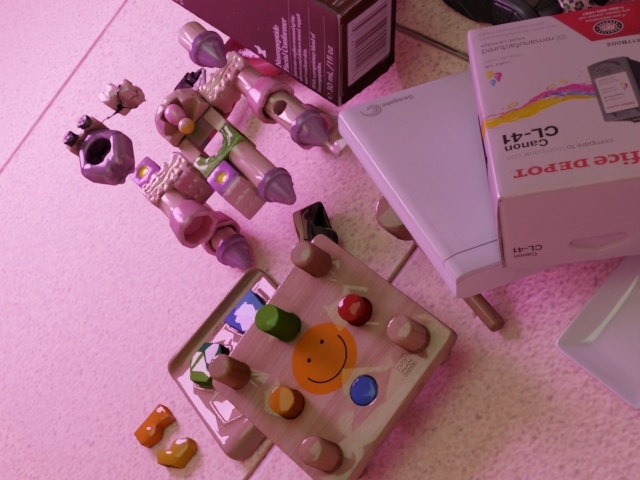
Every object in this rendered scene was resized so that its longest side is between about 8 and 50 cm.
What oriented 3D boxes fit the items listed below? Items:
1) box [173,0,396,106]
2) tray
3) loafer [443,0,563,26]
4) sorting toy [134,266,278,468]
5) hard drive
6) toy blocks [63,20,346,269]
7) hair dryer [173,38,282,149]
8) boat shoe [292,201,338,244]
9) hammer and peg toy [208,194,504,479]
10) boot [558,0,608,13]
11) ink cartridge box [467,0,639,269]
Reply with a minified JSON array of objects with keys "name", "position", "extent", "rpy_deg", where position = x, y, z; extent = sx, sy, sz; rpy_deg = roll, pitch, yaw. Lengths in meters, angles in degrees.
[{"name":"box","position":[-0.070,-0.387,1.807],"extent":[0.381,0.191,0.143],"rpy_deg":[36,62,25]},{"name":"tray","position":[0.402,0.056,1.370],"extent":[0.270,0.030,0.145],"rpy_deg":[-51,45,2]},{"name":"loafer","position":[0.244,-0.367,1.734],"extent":[0.084,0.096,0.267],"rpy_deg":[-37,50,-12]},{"name":"sorting toy","position":[-0.141,0.204,1.714],"extent":[0.307,0.041,0.229],"rpy_deg":[-50,44,3]},{"name":"hard drive","position":[0.197,-0.087,1.536],"extent":[0.233,0.047,0.353],"rpy_deg":[-18,44,-13]},{"name":"toy blocks","position":[-0.132,-0.114,1.720],"extent":[0.288,0.309,0.260],"rpy_deg":[-49,54,5]},{"name":"hair dryer","position":[-0.137,-0.239,1.964],"extent":[0.293,0.080,0.224],"rpy_deg":[-36,44,36]},{"name":"boat shoe","position":[0.000,0.000,1.715],"extent":[0.049,0.056,0.152],"rpy_deg":[-41,45,19]},{"name":"hammer and peg toy","position":[0.046,0.112,1.526],"extent":[0.266,0.127,0.361],"rpy_deg":[38,92,35]},{"name":"boot","position":[0.392,-0.408,1.622],"extent":[0.178,0.085,0.236],"rpy_deg":[-43,23,33]},{"name":"ink cartridge box","position":[0.302,-0.130,1.420],"extent":[0.226,0.131,0.306],"rpy_deg":[-9,45,7]}]
